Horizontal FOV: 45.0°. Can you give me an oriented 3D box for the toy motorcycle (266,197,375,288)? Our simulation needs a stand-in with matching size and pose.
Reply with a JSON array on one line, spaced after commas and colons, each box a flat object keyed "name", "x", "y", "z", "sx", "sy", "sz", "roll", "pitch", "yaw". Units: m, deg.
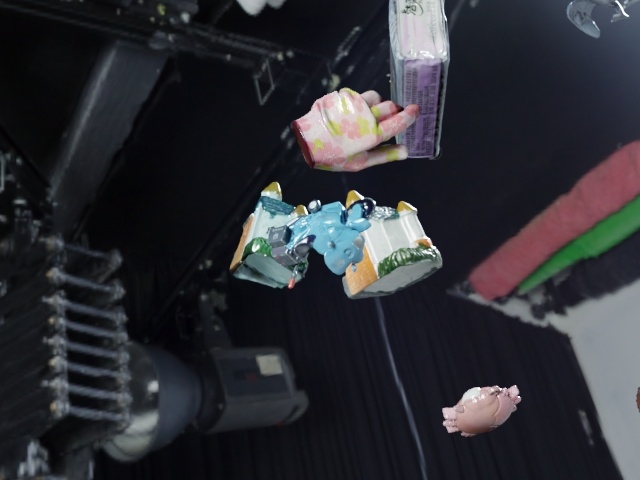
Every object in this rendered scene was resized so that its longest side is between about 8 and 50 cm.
[{"name": "toy motorcycle", "x": 0.000, "y": 0.000, "z": 1.728, "sx": 0.272, "sy": 0.182, "sz": 0.123, "roll": -14, "pitch": -43, "yaw": 33}]

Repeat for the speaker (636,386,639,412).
[{"name": "speaker", "x": 0.674, "y": 0.202, "z": 1.301, "sx": 0.198, "sy": 0.259, "sz": 0.329, "roll": -31, "pitch": -28, "yaw": -53}]

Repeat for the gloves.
[{"name": "gloves", "x": 0.078, "y": -0.209, "z": 1.403, "sx": 0.241, "sy": 0.145, "sz": 0.126, "roll": -24, "pitch": -21, "yaw": -10}]

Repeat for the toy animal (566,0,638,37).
[{"name": "toy animal", "x": 0.657, "y": -0.591, "z": 1.798, "sx": 0.255, "sy": 0.176, "sz": 0.239, "roll": -18, "pitch": -31, "yaw": -41}]

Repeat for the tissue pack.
[{"name": "tissue pack", "x": 0.199, "y": -0.362, "z": 1.590, "sx": 0.122, "sy": 0.259, "sz": 0.361, "roll": -2, "pitch": -26, "yaw": 3}]

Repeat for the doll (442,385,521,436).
[{"name": "doll", "x": 0.421, "y": 0.449, "z": 2.020, "sx": 0.211, "sy": 0.093, "sz": 0.262, "roll": -13, "pitch": -35, "yaw": -7}]

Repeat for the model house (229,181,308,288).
[{"name": "model house", "x": -0.128, "y": -0.031, "z": 2.198, "sx": 0.184, "sy": 0.291, "sz": 0.253, "roll": 15, "pitch": -20, "yaw": -15}]

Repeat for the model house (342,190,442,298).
[{"name": "model house", "x": 0.171, "y": -0.011, "z": 2.199, "sx": 0.190, "sy": 0.301, "sz": 0.271, "roll": -9, "pitch": -19, "yaw": -39}]
